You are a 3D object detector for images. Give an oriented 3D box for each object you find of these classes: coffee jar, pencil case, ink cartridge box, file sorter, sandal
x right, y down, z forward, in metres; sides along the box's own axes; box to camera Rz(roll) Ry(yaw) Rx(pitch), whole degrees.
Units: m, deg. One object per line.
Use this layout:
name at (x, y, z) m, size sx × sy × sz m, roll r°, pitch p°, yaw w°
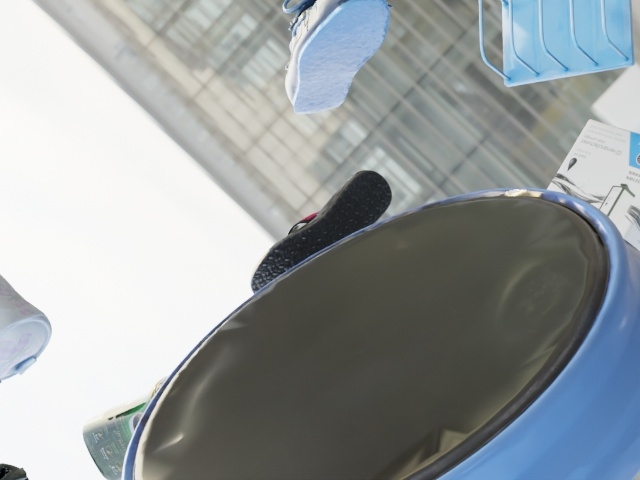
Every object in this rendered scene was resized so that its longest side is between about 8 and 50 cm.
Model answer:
coffee jar at (-0.215, 0.238, 1.570) m, size 0.079 × 0.184 × 0.096 m, roll -25°, pitch -94°, yaw -58°
pencil case at (-0.470, 0.064, 1.596) m, size 0.273 × 0.113 × 0.124 m, roll 41°, pitch 176°, yaw 21°
ink cartridge box at (0.364, -0.035, 1.556) m, size 0.148 × 0.203 × 0.086 m, roll 26°, pitch 172°, yaw 47°
file sorter at (0.294, -0.276, 1.532) m, size 0.104 × 0.170 × 0.118 m, roll 18°, pitch -111°, yaw -58°
sandal at (0.000, 0.000, 1.224) m, size 0.067 × 0.179 × 0.040 m, roll 51°, pitch 163°, yaw -18°

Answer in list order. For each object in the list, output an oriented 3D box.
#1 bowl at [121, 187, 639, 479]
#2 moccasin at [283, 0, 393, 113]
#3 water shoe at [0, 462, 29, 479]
bowl at (0.040, 0.097, 0.809) m, size 0.077 × 0.391 × 0.391 m, roll 59°, pitch -178°, yaw -22°
moccasin at (-0.002, -0.290, 1.717) m, size 0.342 × 0.137 × 0.117 m, roll 132°, pitch 127°, yaw -65°
water shoe at (-0.431, 0.388, 1.602) m, size 0.073 × 0.080 × 0.203 m, roll 96°, pitch 177°, yaw -61°
